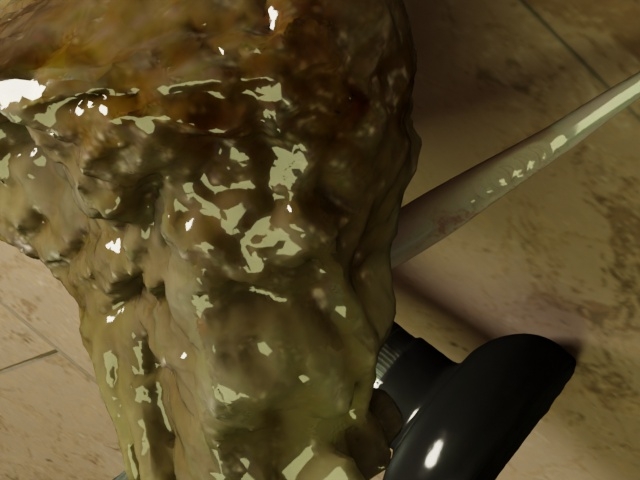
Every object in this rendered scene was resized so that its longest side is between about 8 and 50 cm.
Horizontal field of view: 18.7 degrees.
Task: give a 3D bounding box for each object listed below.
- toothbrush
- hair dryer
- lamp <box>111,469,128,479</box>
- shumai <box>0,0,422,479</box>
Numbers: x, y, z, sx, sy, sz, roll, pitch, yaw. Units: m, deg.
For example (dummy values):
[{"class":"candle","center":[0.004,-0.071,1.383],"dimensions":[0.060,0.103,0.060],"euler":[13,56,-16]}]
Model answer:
[{"class":"toothbrush","center":[0.096,-0.036,0.952],"dimensions":[0.307,0.029,0.025],"euler":[-33,100,40]},{"class":"hair dryer","center":[0.003,0.020,1.109],"dimensions":[0.320,0.156,0.284],"euler":[40,162,3]},{"class":"lamp","center":[-0.102,0.275,1.531],"dimensions":[0.233,0.233,0.265],"euler":[38,164,-9]},{"class":"shumai","center":[-0.045,-0.018,0.966],"dimensions":[0.346,0.217,0.283],"euler":[-13,114,53]}]
